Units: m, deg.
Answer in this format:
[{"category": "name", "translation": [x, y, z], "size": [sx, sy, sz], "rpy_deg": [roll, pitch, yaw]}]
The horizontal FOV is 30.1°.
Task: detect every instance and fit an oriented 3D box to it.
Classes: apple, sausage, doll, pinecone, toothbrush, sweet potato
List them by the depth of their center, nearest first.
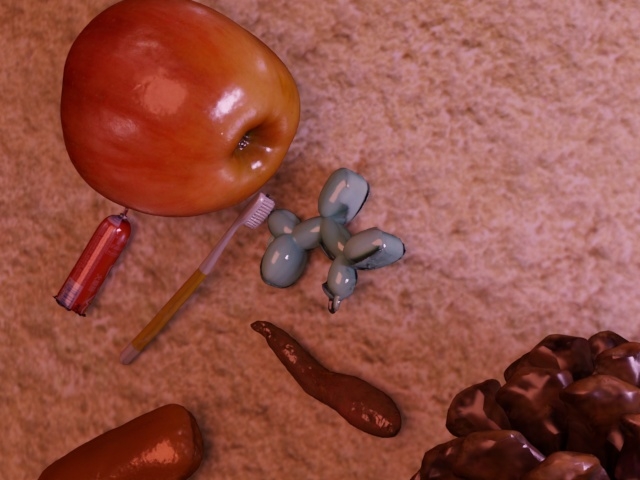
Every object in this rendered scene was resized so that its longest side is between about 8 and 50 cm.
[{"category": "pinecone", "translation": [0.244, 0.236, 1.020], "size": [0.384, 0.384, 0.384], "rpy_deg": [-4, 81, 26]}, {"category": "sweet potato", "translation": [0.006, 0.151, 1.292], "size": [0.214, 0.050, 0.050], "rpy_deg": [32, 98, 31]}, {"category": "doll", "translation": [0.000, 0.000, 1.306], "size": [0.158, 0.059, 0.159], "rpy_deg": [-45, 57, 15]}, {"category": "apple", "translation": [-0.155, -0.140, 1.311], "size": [0.241, 0.242, 0.242], "rpy_deg": [21, 93, 30]}, {"category": "sausage", "translation": [-0.235, 0.269, 1.374], "size": [0.238, 0.098, 0.098], "rpy_deg": [-28, 71, 19]}, {"category": "toothbrush", "translation": [-0.146, 0.050, 1.380], "size": [0.288, 0.024, 0.021], "rpy_deg": [-48, 29, 23]}, {"category": "sausage", "translation": [-0.272, 0.021, 1.455], "size": [0.048, 0.050, 0.145], "rpy_deg": [31, 97, 0]}]
